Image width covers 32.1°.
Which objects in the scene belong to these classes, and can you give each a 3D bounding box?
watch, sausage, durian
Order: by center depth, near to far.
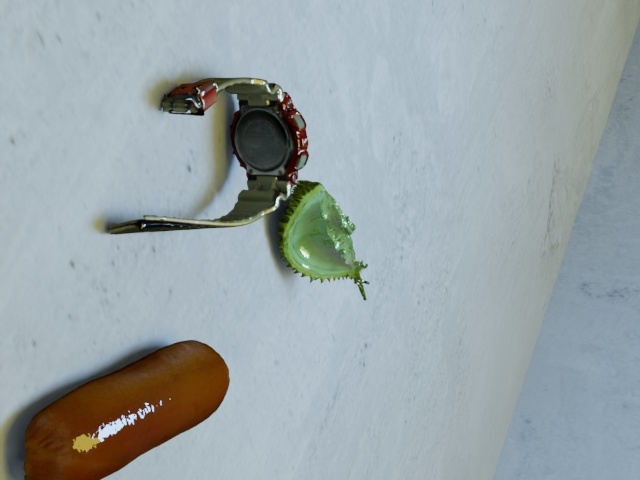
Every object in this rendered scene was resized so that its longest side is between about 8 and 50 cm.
[{"bbox_3d":[-0.187,0.171,1.125,0.300,0.083,0.089,-25,133,-61],"label":"sausage"},{"bbox_3d":[-0.119,-0.093,1.190,0.268,0.102,0.164,-10,101,-56],"label":"watch"},{"bbox_3d":[0.000,0.000,1.458,0.086,0.100,0.215,-60,143,-32],"label":"durian"}]
